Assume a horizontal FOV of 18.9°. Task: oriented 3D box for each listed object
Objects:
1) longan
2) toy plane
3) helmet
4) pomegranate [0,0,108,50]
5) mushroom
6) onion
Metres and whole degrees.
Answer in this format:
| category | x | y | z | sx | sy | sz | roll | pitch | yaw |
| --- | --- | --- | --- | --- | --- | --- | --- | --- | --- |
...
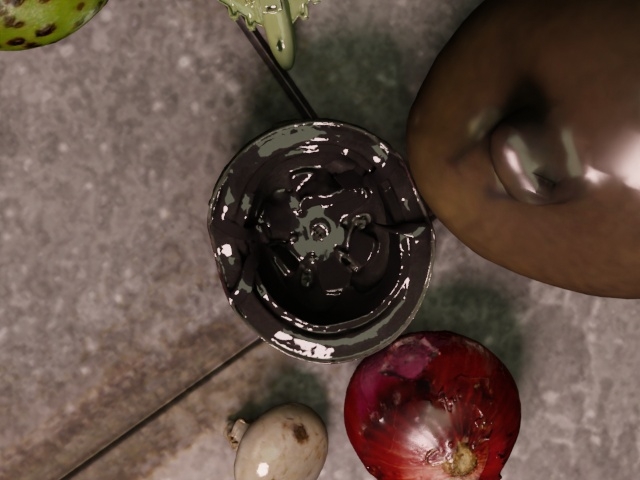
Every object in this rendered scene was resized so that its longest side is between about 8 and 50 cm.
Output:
| category | x | y | z | sx | sy | sz | roll | pitch | yaw |
| --- | --- | --- | --- | --- | --- | --- | --- | --- | --- |
| longan | 0.202 | -0.077 | 1.294 | 0.300 | 0.300 | 0.243 | -23 | 94 | -4 |
| toy plane | -0.035 | -0.178 | 1.389 | 0.102 | 0.040 | 0.111 | -10 | 94 | 13 |
| helmet | -0.005 | -0.012 | 1.375 | 0.153 | 0.107 | 0.177 | -19 | 115 | -3 |
| pomegranate | -0.235 | -0.205 | 1.299 | 0.211 | 0.211 | 0.263 | 23 | 126 | -8 |
| mushroom | -0.039 | 0.151 | 1.401 | 0.079 | 0.085 | 0.085 | 29 | 91 | 27 |
| onion | 0.083 | 0.127 | 1.388 | 0.131 | 0.131 | 0.131 | 0 | 94 | -7 |
